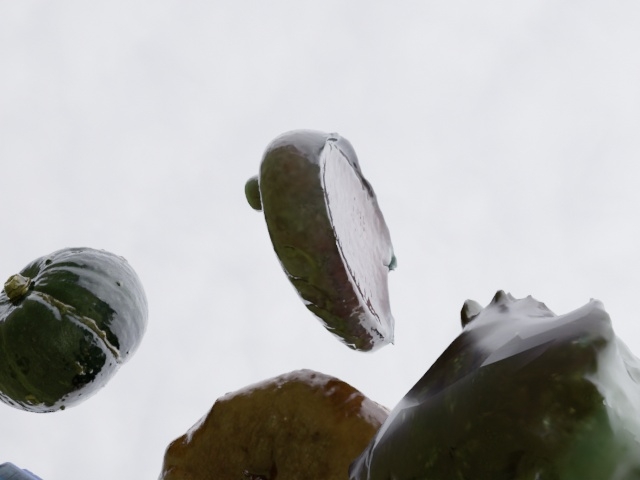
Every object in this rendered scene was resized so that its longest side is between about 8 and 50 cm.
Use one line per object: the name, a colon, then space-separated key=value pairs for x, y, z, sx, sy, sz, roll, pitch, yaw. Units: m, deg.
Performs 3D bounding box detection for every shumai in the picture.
shumai: x=0.191 y=0.197 z=0.780 sx=0.323 sy=0.324 sz=0.397 roll=42 pitch=-38 yaw=-6

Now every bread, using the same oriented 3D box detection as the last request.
bread: x=-0.013 y=0.276 z=1.005 sx=0.312 sy=0.172 sz=0.312 roll=-6 pitch=-103 yaw=30

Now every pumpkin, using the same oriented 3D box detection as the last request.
pumpkin: x=-0.267 y=0.090 z=1.130 sx=0.190 sy=0.190 sz=0.146 roll=-19 pitch=-76 yaw=40

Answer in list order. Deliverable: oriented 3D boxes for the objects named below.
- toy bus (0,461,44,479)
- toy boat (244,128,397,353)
toy bus: x=-0.384 y=0.386 z=1.496 sx=0.236 sy=0.094 sz=0.079 roll=20 pitch=-50 yaw=36
toy boat: x=0.000 y=0.000 z=0.964 sx=0.085 sy=0.155 sz=0.227 roll=-9 pitch=-41 yaw=19
